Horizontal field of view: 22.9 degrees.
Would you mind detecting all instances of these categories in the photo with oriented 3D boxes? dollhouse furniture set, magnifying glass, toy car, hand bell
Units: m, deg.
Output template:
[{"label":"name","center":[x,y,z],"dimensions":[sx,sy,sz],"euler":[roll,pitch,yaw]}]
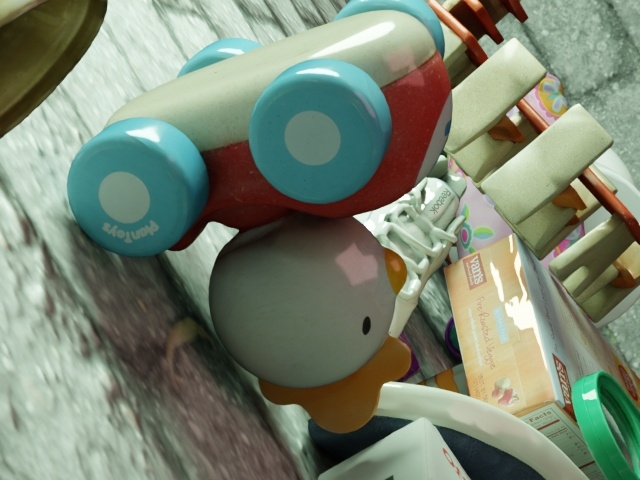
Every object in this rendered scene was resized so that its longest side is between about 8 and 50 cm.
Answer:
[{"label":"dollhouse furniture set","center":[0.172,-0.089,1.247],"dimensions":[0.259,0.135,0.262],"euler":[51,5,29]},{"label":"magnifying glass","center":[0.236,0.157,1.135],"dimensions":[0.231,0.026,0.092],"euler":[32,36,-51]},{"label":"toy car","center":[0.000,0.000,0.938],"dimensions":[0.219,0.210,0.238],"euler":[-58,130,-65]},{"label":"hand bell","center":[-0.218,-0.149,0.674],"dimensions":[0.242,0.126,0.126],"euler":[47,11,5]}]

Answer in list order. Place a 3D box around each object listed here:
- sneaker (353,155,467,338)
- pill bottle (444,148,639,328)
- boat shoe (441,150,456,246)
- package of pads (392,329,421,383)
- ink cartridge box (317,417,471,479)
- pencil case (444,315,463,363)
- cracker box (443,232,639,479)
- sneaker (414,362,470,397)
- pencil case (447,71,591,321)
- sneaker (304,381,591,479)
[{"label":"sneaker","center":[0.038,0.006,1.165],"dimensions":[0.111,0.129,0.297],"euler":[50,21,-14]},{"label":"pill bottle","center":[0.222,-0.035,1.705],"dimensions":[0.210,0.210,0.363],"euler":[55,1,-16]},{"label":"boat shoe","center":[0.047,-0.053,1.431],"dimensions":[0.341,0.110,0.122],"euler":[42,43,-66]},{"label":"package of pads","center":[0.049,0.074,1.303],"dimensions":[0.050,0.032,0.083],"euler":[36,25,-53]},{"label":"ink cartridge box","center":[0.065,0.215,0.896],"dimensions":[0.148,0.086,0.203],"euler":[56,11,-13]},{"label":"pencil case","center":[0.185,0.117,1.672],"dimensions":[0.151,0.064,0.070],"euler":[40,35,-57]},{"label":"cracker box","center":[0.184,0.122,1.177],"dimensions":[0.232,0.067,0.156],"euler":[46,26,-41]},{"label":"sneaker","center":[0.161,0.199,1.300],"dimensions":[0.321,0.124,0.180],"euler":[6,58,-62]},{"label":"pencil case","center":[0.178,-0.017,1.451],"dimensions":[0.124,0.124,0.284],"euler":[22,60,-71]},{"label":"sneaker","center":[0.118,0.220,1.053],"dimensions":[0.350,0.131,0.148],"euler":[35,63,-26]}]
